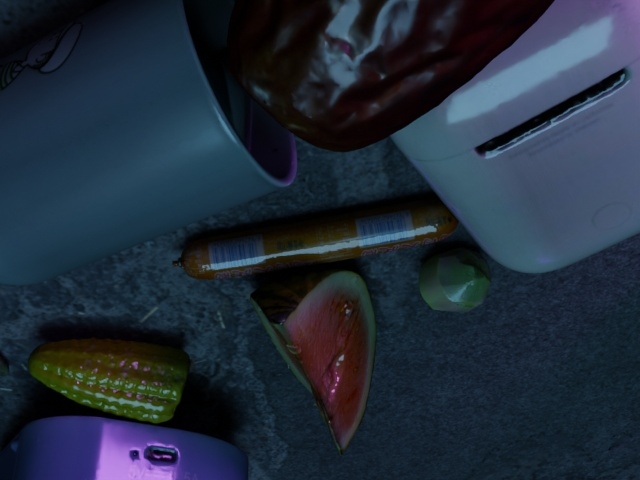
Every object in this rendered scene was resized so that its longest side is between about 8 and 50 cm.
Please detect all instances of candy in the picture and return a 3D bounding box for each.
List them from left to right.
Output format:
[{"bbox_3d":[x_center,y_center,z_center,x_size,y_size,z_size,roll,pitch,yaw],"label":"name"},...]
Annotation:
[{"bbox_3d":[-0.271,0.172,1.139,0.198,0.106,0.094,13,116,-17],"label":"candy"}]

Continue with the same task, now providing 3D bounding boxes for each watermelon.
[{"bbox_3d":[-0.022,0.119,1.110,0.128,0.159,0.303,10,145,24],"label":"watermelon"}]

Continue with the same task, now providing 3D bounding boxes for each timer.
[{"bbox_3d":[-0.266,0.356,1.268,0.394,0.173,0.395,0,151,0],"label":"timer"}]

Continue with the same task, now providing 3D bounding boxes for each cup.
[{"bbox_3d":[-0.199,-0.089,0.799,0.312,0.205,0.205,-22,135,14],"label":"cup"}]

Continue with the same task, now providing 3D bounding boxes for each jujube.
[{"bbox_3d":[0.068,-0.218,0.676,0.223,0.223,0.318,33,106,-35],"label":"jujube"}]

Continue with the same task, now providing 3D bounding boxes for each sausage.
[{"bbox_3d":[0.000,0.000,1.033,0.347,0.053,0.053,-10,137,1],"label":"sausage"}]

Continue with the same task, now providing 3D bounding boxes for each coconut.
[{"bbox_3d":[0.170,0.048,1.096,0.083,0.082,0.081,56,146,-3],"label":"coconut"}]

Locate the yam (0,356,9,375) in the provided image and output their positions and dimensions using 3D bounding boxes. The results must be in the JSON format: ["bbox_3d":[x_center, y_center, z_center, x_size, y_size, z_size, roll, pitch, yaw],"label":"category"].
[{"bbox_3d":[-0.429,0.137,1.135,0.021,0.021,0.116,-15,137,6],"label":"yam"}]

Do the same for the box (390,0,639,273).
[{"bbox_3d":[0.238,-0.118,0.883,0.288,0.141,0.349,-27,134,20],"label":"box"}]
